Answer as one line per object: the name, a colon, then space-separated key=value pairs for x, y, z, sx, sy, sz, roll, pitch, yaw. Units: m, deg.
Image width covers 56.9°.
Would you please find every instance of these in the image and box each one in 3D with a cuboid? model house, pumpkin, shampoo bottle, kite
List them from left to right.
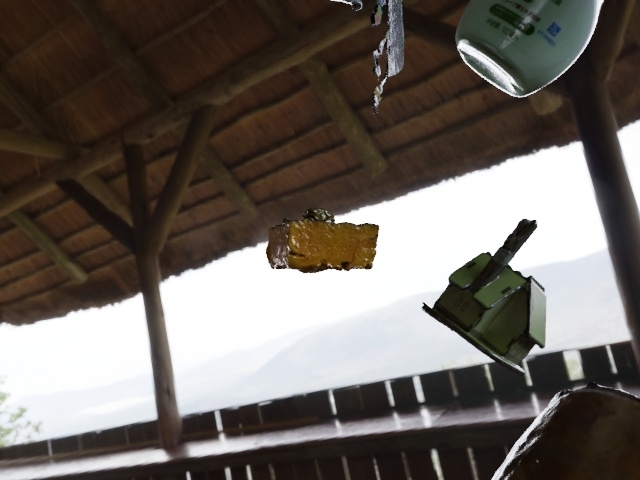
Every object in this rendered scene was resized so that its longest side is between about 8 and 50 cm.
pumpkin: x=0.000 y=0.000 z=0.468 sx=0.074 sy=0.053 sz=0.083 roll=1 pitch=-5 yaw=-16
kite: x=0.073 y=-0.230 z=0.648 sx=0.015 sy=0.152 sz=0.285 roll=0 pitch=32 yaw=13
model house: x=0.385 y=0.103 z=1.200 sx=0.278 sy=0.205 sz=0.218 roll=-54 pitch=-39 yaw=2
shampoo bottle: x=0.419 y=-0.444 z=1.065 sx=0.349 sy=0.222 sz=0.151 roll=-49 pitch=-24 yaw=5

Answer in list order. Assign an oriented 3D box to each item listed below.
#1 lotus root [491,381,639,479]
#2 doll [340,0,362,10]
lotus root: x=0.180 y=0.225 z=0.318 sx=0.192 sy=0.272 sz=0.272 roll=-28 pitch=-2 yaw=-29
doll: x=0.007 y=-0.474 z=1.010 sx=0.102 sy=0.075 sz=0.227 roll=-18 pitch=-35 yaw=27
